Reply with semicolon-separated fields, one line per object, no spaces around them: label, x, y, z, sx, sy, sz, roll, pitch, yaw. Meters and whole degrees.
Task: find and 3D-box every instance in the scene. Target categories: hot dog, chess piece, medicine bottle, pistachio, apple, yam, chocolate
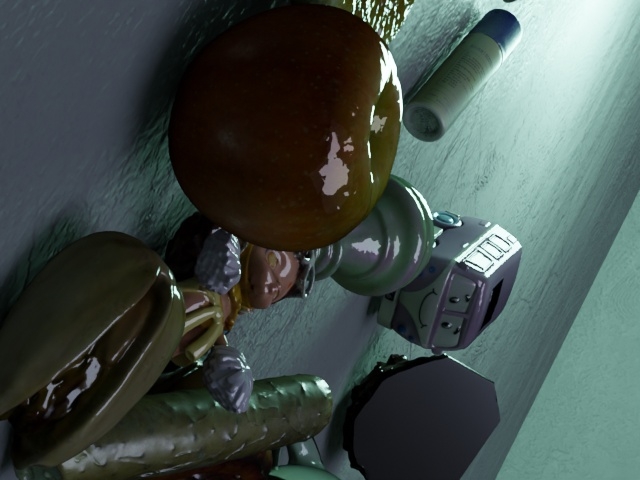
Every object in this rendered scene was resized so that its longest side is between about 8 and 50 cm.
hot dog;-0.124;0.214;1.702;0.194;0.107;0.326;-69;162;12
chess piece;0.000;0.000;1.788;0.271;0.139;0.139;-8;122;-57
medicine bottle;0.177;-0.206;2.102;0.231;0.059;0.059;-50;157;-41
pistachio;-0.190;0.082;1.328;0.129;0.131;0.206;50;63;-21
apple;-0.029;-0.097;1.446;0.235;0.173;0.210;2;95;-74
yam;-0.120;0.169;1.540;0.371;0.083;0.083;-5;120;-50
chocolate;0.108;0.238;2.435;0.224;0.206;0.177;-57;-152;5

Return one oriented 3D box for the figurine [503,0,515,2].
figurine;0.226;-0.345;1.975;0.147;0.126;0.192;-32;175;12

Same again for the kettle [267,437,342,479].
kettle;-0.040;0.321;2.049;0.236;0.161;0.221;8;75;-73

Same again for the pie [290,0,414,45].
pie;0.049;-0.301;1.587;0.323;0.070;0.323;-55;158;-34

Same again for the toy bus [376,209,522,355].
toy bus;0.174;0.055;2.306;0.202;0.142;0.142;-35;146;-58

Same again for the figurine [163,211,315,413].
figurine;-0.100;0.051;1.528;0.240;0.115;0.175;-46;138;-51
